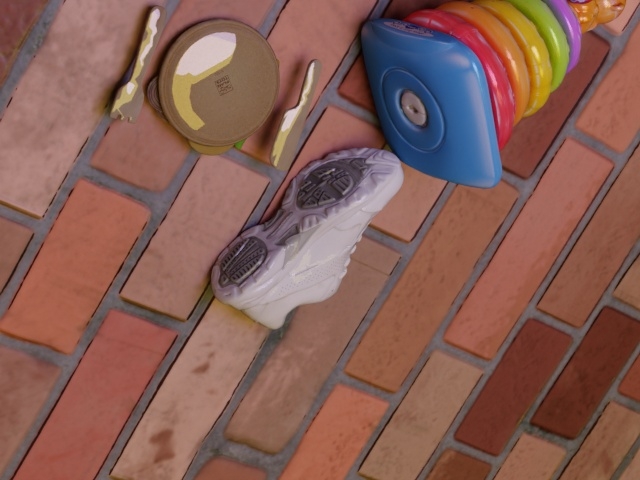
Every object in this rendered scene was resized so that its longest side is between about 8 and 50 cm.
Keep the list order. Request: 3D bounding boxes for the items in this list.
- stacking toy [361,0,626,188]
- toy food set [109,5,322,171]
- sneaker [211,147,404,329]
[{"bbox_3d":[0.203,-0.197,1.450,0.302,0.175,0.166,-31,124,-26],"label":"stacking toy"},{"bbox_3d":[-0.101,-0.148,1.369,0.192,0.038,0.132,17,98,-28],"label":"toy food set"},{"bbox_3d":[0.000,0.000,1.474,0.232,0.090,0.115,-39,134,5],"label":"sneaker"}]
